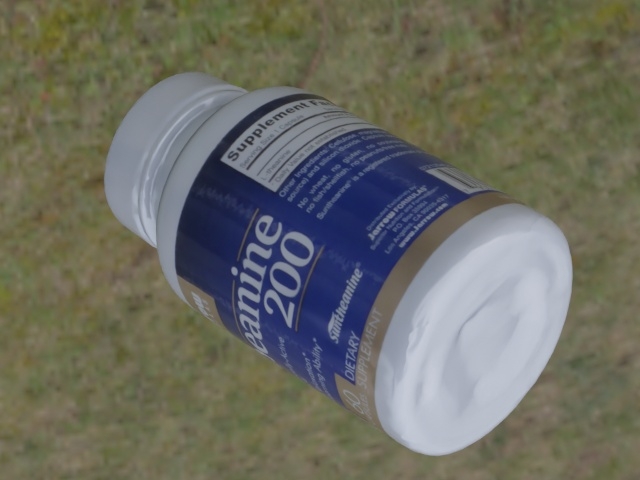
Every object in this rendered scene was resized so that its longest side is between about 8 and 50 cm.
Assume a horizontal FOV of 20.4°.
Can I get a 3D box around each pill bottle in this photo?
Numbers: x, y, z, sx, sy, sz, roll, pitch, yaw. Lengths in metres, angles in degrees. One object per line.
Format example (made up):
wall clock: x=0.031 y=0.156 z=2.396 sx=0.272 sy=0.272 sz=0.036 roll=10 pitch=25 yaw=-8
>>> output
pill bottle: x=0.000 y=0.000 z=0.462 sx=0.067 sy=0.120 sz=0.067 roll=-30 pitch=135 yaw=-35
